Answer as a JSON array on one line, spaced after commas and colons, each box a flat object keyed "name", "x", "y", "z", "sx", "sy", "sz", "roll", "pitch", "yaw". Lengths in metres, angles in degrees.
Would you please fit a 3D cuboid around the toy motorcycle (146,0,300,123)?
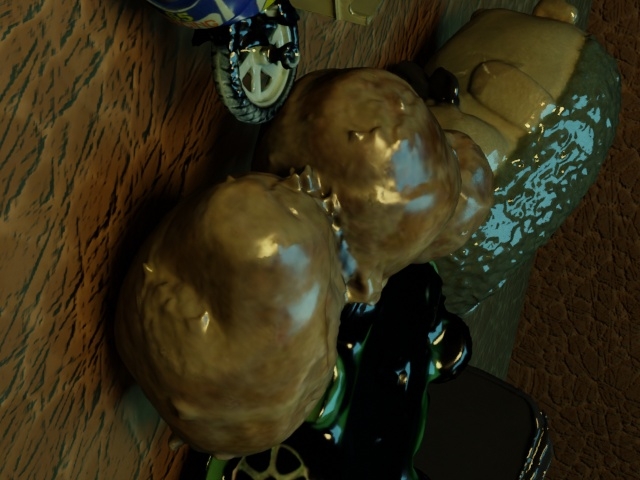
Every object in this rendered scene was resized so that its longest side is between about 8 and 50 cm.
[{"name": "toy motorcycle", "x": -0.040, "y": -0.218, "z": 0.619, "sx": 0.169, "sy": 0.113, "sz": 0.315, "roll": -13, "pitch": 112, "yaw": -61}]

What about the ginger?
[{"name": "ginger", "x": 0.000, "y": 0.000, "z": 0.765, "sx": 0.304, "sy": 0.155, "sz": 0.244, "roll": -40, "pitch": 152, "yaw": -20}]

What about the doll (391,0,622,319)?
[{"name": "doll", "x": 0.158, "y": -0.091, "z": 1.185, "sx": 0.349, "sy": 0.247, "sz": 0.247, "roll": -59, "pitch": 159, "yaw": -21}]

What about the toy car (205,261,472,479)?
[{"name": "toy car", "x": -0.008, "y": 0.162, "z": 0.977, "sx": 0.213, "sy": 0.176, "sz": 0.358, "roll": 29, "pitch": 70, "yaw": -54}]

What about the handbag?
[{"name": "handbag", "x": 0.043, "y": 0.255, "z": 1.105, "sx": 0.325, "sy": 0.269, "sz": 0.118, "roll": -59, "pitch": 155, "yaw": -12}]

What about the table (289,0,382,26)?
[{"name": "table", "x": 0.008, "y": -0.204, "z": 0.815, "sx": 0.062, "sy": 0.083, "sz": 0.079, "roll": 84, "pitch": 30, "yaw": -54}]
